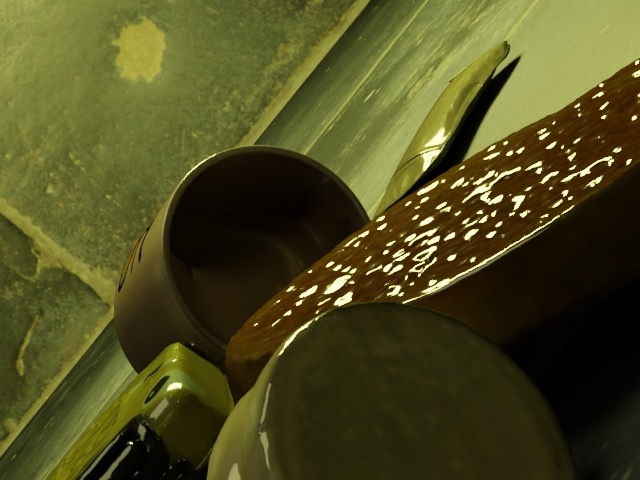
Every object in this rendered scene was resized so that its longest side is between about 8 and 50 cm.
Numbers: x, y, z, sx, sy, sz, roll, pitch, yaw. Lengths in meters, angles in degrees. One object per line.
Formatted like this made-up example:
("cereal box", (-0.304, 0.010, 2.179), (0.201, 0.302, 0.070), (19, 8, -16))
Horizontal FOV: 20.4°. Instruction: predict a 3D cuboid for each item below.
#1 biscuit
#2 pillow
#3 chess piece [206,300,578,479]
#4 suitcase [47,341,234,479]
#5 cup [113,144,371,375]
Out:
("biscuit", (0.116, -0.003, 1.038), (0.350, 0.070, 0.394), (-37, 7, -25))
("pillow", (0.114, -0.106, 1.711), (0.130, 0.033, 0.217), (-45, 10, 47))
("chess piece", (-0.020, 0.174, 0.873), (0.300, 0.167, 0.167), (-51, 6, 44))
("suitcase", (-0.107, 0.187, 1.227), (0.194, 0.143, 0.235), (-49, 8, 2))
("cup", (-0.087, 0.067, 1.507), (0.253, 0.191, 0.200), (-61, 10, -28))
